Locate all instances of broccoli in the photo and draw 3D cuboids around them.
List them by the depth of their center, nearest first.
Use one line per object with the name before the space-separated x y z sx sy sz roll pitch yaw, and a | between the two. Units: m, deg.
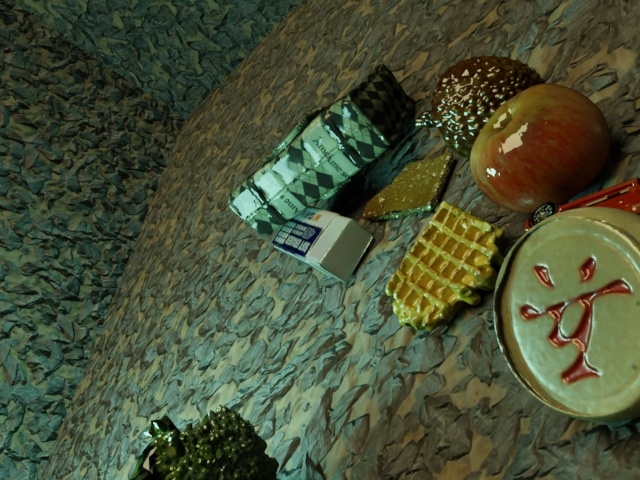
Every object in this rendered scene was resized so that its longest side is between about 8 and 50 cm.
broccoli | -0.183 0.447 1.237 0.317 0.277 0.338 15 115 40

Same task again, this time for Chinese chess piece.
Chinese chess piece | 0.322 0.085 0.897 0.250 0.103 0.250 0 90 51

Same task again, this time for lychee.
lychee | 0.281 -0.233 1.361 0.238 0.200 0.200 -14 44 27

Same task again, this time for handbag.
handbag | 0.002 -0.221 1.792 0.416 0.180 0.317 -35 15 31

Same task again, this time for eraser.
eraser | 0.000 0.000 1.715 0.130 0.086 0.287 -57 24 -7

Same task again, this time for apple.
apple | 0.337 -0.140 1.181 0.209 0.164 0.209 -47 14 16

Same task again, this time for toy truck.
toy truck | 0.385 -0.007 0.992 0.252 0.107 0.114 -26 38 47

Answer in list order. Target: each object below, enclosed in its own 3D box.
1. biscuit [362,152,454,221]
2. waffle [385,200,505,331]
biscuit | 0.179 -0.105 1.588 0.237 0.026 0.131 -10 49 59
waffle | 0.214 0.058 1.288 0.229 0.057 0.219 -57 25 1
